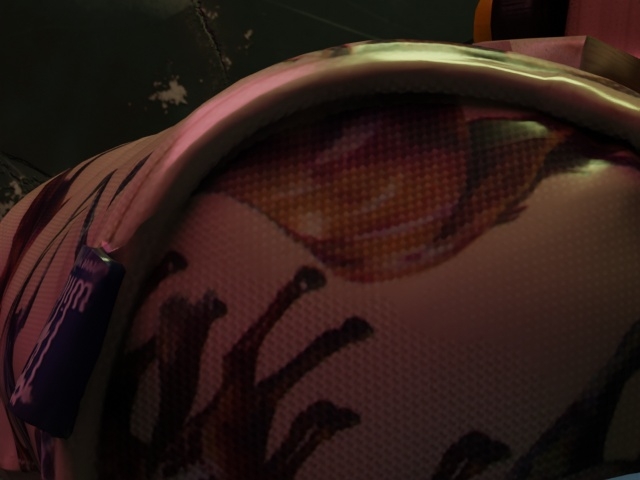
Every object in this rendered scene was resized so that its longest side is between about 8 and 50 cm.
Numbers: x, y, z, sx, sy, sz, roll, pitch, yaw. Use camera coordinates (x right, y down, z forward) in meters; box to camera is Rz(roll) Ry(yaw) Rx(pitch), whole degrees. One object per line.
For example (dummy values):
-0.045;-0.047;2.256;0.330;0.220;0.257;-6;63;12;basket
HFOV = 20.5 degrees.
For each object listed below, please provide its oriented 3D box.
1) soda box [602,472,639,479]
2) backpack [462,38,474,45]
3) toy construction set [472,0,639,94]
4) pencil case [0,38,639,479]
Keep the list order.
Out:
0.011;0.112;0.259;0.071;0.067;0.210;-21;8;47;soda box
0.072;-0.030;0.942;0.158;0.117;0.173;-26;20;37;backpack
0.136;-0.111;0.442;0.257;0.237;0.309;15;-5;20;toy construction set
-0.028;0.043;0.549;0.183;0.160;0.410;-42;9;-11;pencil case
